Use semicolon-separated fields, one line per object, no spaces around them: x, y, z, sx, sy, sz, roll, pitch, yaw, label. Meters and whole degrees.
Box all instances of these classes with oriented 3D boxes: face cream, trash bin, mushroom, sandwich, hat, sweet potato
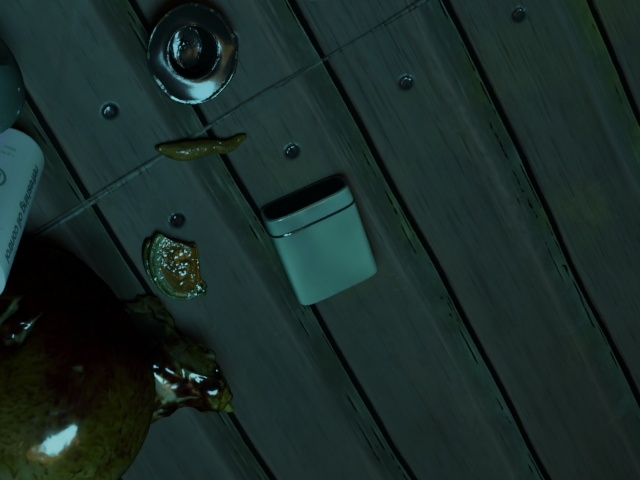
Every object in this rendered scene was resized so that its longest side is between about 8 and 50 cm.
-0.378;0.002;1.693;0.092;0.311;0.092;4;132;4;face cream
0.000;0.000;1.949;0.116;0.059;0.130;-24;117;-6;trash bin
-0.332;0.162;1.809;0.334;0.356;0.331;-41;80;0;mushroom
-0.183;0.033;1.924;0.069;0.026;0.101;-18;115;-8;sandwich
-0.154;-0.221;1.816;0.121;0.050;0.121;-5;107;-15;hat
-0.144;-0.112;1.879;0.115;0.026;0.026;-7;113;-16;sweet potato

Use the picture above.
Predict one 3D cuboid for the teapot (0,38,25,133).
-0.451;-0.131;1.704;0.183;0.183;0.251;32;110;-25;teapot
